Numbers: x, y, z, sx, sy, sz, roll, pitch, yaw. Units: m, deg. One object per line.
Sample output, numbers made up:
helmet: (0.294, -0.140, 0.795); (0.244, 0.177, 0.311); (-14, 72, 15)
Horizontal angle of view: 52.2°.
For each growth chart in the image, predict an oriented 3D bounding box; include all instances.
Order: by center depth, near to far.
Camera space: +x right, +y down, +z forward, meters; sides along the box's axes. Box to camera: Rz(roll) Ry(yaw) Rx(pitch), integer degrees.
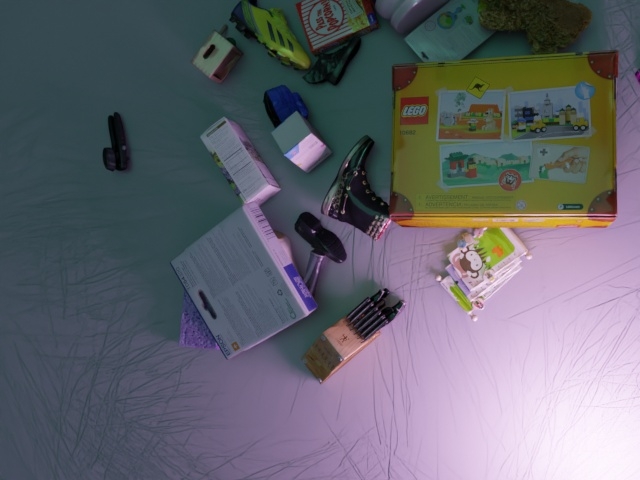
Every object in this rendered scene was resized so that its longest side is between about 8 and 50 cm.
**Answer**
growth chart: (0.402, 0.059, 1.631); (0.172, 0.021, 0.237); (44, 99, 15)

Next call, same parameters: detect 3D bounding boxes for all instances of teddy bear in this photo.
teddy bear: (0.487, -0.587, 1.583); (0.338, 0.113, 0.245); (32, 73, 6)

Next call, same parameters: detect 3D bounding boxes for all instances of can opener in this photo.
can opener: (-0.599, -0.291, 1.928); (0.059, 0.073, 0.186); (-11, 75, 24)

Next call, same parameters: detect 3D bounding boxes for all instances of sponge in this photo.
sponge: (-0.332, 0.198, 1.837); (0.117, 0.031, 0.210); (4, 88, 17)

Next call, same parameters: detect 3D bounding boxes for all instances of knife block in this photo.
knife block: (0.095, 0.236, 1.692); (0.088, 0.242, 0.275); (51, 146, 14)

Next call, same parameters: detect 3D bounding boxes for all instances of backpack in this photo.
backpack: (-0.096, -0.356, 1.763); (0.101, 0.098, 0.120); (-27, 79, -16)

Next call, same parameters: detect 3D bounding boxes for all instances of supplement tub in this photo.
supplement tub: (0.187, -0.681, 1.637); (0.191, 0.191, 0.272); (-33, 82, 13)

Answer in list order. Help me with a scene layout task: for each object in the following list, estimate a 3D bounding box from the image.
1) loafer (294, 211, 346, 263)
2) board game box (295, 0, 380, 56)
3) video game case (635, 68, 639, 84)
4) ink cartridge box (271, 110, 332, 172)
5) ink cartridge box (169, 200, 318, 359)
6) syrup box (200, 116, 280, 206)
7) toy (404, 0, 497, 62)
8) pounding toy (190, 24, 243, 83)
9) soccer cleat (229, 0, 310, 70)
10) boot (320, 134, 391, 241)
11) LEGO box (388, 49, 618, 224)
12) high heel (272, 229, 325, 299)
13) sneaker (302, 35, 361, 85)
loafer: (0.000, 0.000, 1.742); (0.170, 0.062, 0.061); (48, 137, 7)
board game box: (0.045, -0.602, 1.756); (0.193, 0.045, 0.147); (-21, 81, 15)
video game case: (0.874, -0.329, 1.498); (0.210, 0.042, 0.232); (-22, 81, 13)
ink cartridge box: (-0.045, -0.254, 1.724); (0.092, 0.143, 0.090); (-37, 60, 12)
ink cartridge box: (-0.211, 0.113, 1.739); (0.330, 0.071, 0.324); (-33, 87, 35)
syrup box: (-0.219, -0.213, 1.791); (0.096, 0.093, 0.237); (-37, 78, 12)
toy: (0.347, -0.529, 1.656); (0.237, 0.056, 0.137); (-39, 80, 5)
pounding toy: (-0.285, -0.528, 1.818); (0.100, 0.130, 0.141); (39, 99, 2)
soccer cleat: (-0.123, -0.570, 1.773); (0.289, 0.093, 0.121); (41, 92, 20)
boot: (0.126, -0.132, 1.691); (0.178, 0.085, 0.236); (32, 103, 13)
LEGO box: (0.421, -0.223, 1.541); (0.500, 0.193, 0.372); (1, 84, 17)
high heel: (-0.122, 0.077, 1.759); (0.261, 0.093, 0.186); (24, 108, 23)
sneaker: (0.031, -0.484, 1.751); (0.089, 0.051, 0.170); (33, 101, 12)
